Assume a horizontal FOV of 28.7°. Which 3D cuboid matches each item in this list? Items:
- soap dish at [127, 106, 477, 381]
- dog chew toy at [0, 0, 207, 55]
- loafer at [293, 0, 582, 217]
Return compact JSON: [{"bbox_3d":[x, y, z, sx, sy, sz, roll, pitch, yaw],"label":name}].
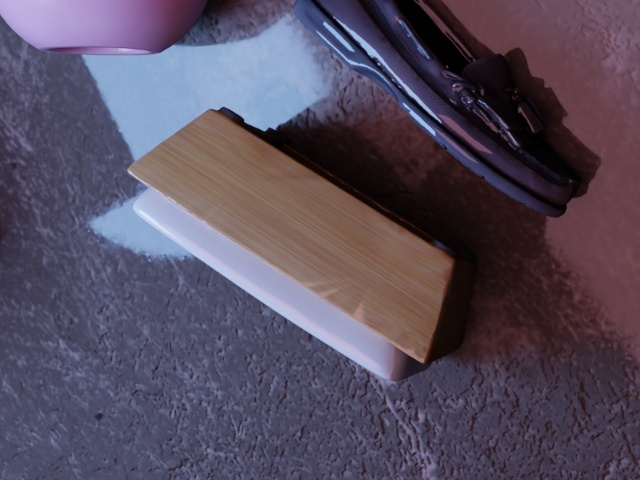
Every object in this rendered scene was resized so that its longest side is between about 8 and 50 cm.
[{"bbox_3d":[0.000,0.000,1.090,0.291,0.229,0.118,32,95,12],"label":"soap dish"},{"bbox_3d":[-0.196,-0.334,1.107,0.207,0.207,0.331,2,95,22],"label":"dog chew toy"},{"bbox_3d":[0.111,-0.144,1.071,0.302,0.109,0.095,41,109,12],"label":"loafer"}]
